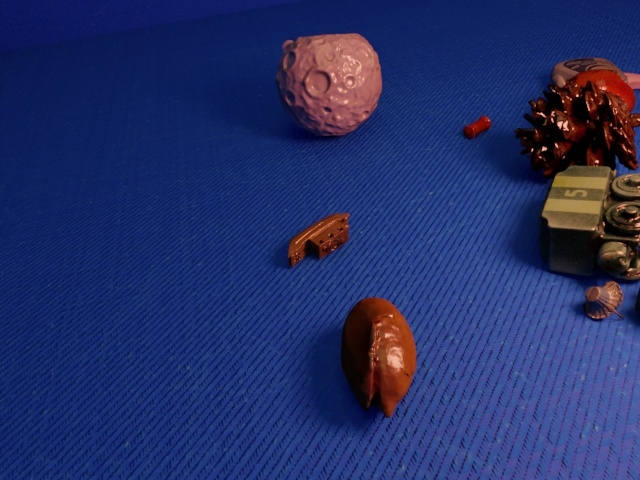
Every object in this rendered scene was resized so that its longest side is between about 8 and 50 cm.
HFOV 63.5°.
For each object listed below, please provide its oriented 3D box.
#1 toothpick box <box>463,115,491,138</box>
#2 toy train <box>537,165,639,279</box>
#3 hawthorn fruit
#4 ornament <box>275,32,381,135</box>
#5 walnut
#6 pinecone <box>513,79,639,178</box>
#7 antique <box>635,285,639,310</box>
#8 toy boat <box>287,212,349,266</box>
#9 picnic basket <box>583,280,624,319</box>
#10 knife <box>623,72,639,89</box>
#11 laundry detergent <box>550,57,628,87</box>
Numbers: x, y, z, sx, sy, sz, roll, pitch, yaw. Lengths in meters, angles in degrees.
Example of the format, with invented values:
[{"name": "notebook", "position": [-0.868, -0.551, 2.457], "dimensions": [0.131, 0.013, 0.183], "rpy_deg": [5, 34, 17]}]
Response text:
[{"name": "toothpick box", "position": [0.482, -0.348, 1.596], "dimensions": [0.083, 0.047, 0.047], "rpy_deg": [-31, 45, -25]}, {"name": "toy train", "position": [0.609, -0.041, 1.131], "dimensions": [0.238, 0.167, 0.299], "rpy_deg": [8, 39, 33]}, {"name": "hawthorn fruit", "position": [0.779, -0.402, 1.505], "dimensions": [0.207, 0.207, 0.243], "rpy_deg": [1, 33, 10]}, {"name": "ornament", "position": [0.028, -0.486, 1.629], "dimensions": [0.337, 0.337, 0.337], "rpy_deg": [-4, 40, 4]}, {"name": "walnut", "position": [0.104, 0.201, 0.933], "dimensions": [0.137, 0.137, 0.245], "rpy_deg": [-6, 40, 2]}, {"name": "pinecone", "position": [0.645, -0.265, 1.306], "dimensions": [0.296, 0.298, 0.242], "rpy_deg": [14, 81, 36]}, {"name": "antique", "position": [0.728, 0.136, 0.923], "dimensions": [0.125, 0.150, 0.284], "rpy_deg": [-33, 37, -33]}, {"name": "toy boat", "position": [0.000, 0.000, 1.248], "dimensions": [0.200, 0.057, 0.077], "rpy_deg": [-32, 51, -26]}, {"name": "picnic basket", "position": [0.557, 0.117, 1.017], "dimensions": [0.083, 0.083, 0.065], "rpy_deg": [24, 25, -22]}, {"name": "knife", "position": [1.142, -0.507, 1.692], "dimensions": [0.336, 0.043, 0.081], "rpy_deg": [10, 48, 17]}, {"name": "laundry detergent", "position": [0.867, -0.486, 1.659], "dimensions": [0.215, 0.105, 0.280], "rpy_deg": [1, 42, 9]}]
